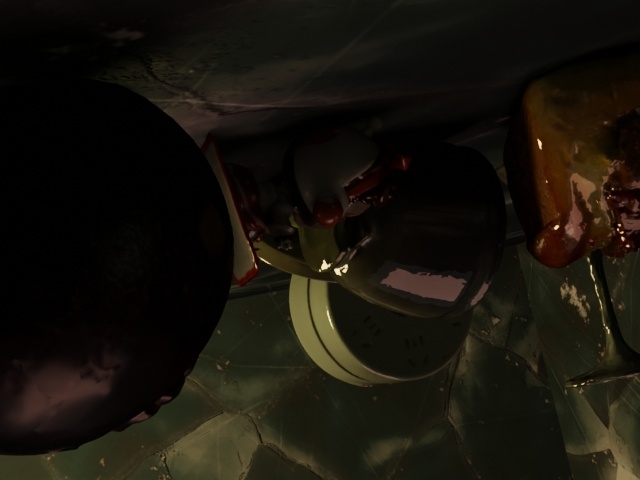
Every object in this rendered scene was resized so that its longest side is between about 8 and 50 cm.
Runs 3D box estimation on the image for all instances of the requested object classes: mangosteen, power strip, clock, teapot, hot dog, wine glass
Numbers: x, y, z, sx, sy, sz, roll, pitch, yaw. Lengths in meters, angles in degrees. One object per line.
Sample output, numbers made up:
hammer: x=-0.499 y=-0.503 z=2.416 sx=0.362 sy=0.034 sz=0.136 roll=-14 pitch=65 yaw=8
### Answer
mangosteen: x=-0.234 y=-0.009 z=0.884 sx=0.306 sy=0.360 sz=0.306 roll=-32 pitch=-162 yaw=12
power strip: x=0.129 y=0.116 z=2.250 sx=0.357 sy=0.358 sz=0.161 roll=-9 pitch=174 yaw=-31
clock: x=0.000 y=0.000 z=1.754 sx=0.234 sy=0.029 sz=0.235 roll=12 pitch=-156 yaw=-5
teapot: x=0.078 y=-0.047 z=1.569 sx=0.239 sy=0.322 sz=0.240 roll=8 pitch=125 yaw=-29
hot dog: x=0.341 y=-0.084 z=1.448 sx=0.185 sy=0.223 sz=0.405 roll=-10 pitch=174 yaw=3
wine glass: x=0.477 y=0.038 z=2.006 sx=0.267 sy=0.406 sz=0.267 roll=-13 pitch=171 yaw=-2

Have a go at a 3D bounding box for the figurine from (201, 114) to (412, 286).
figurine: x=-0.006 y=-0.065 z=1.326 sx=0.226 sy=0.160 sz=0.183 roll=-20 pitch=177 yaw=-13
